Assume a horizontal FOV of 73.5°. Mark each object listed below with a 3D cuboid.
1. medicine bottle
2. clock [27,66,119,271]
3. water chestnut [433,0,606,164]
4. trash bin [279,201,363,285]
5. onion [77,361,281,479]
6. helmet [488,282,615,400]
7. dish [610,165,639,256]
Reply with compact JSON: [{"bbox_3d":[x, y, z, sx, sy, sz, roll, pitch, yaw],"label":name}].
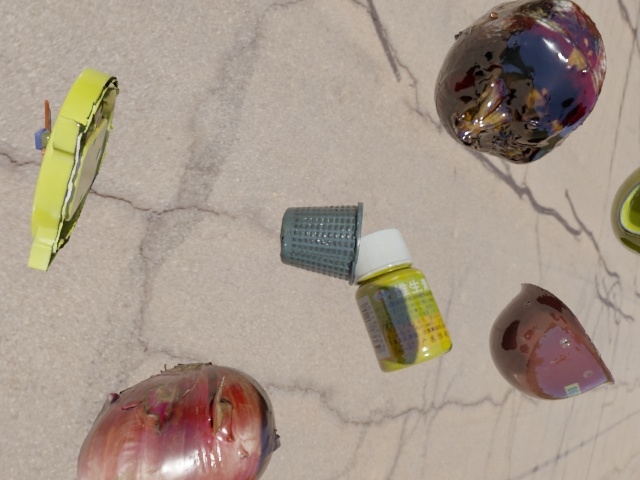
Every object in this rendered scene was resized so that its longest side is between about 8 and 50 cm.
[{"bbox_3d":[0.217,0.173,1.268,0.225,0.224,0.383,-3,67,-44],"label":"medicine bottle"},{"bbox_3d":[-0.384,-0.126,0.651,0.071,0.293,0.276,18,110,-22],"label":"clock"},{"bbox_3d":[0.381,-0.298,0.881,0.346,0.336,0.335,-55,130,-26],"label":"water chestnut"},{"bbox_3d":[0.000,0.000,0.887,0.175,0.161,0.175,6,90,-86],"label":"trash bin"},{"bbox_3d":[-0.251,0.369,0.789,0.354,0.354,0.352,-9,103,-43],"label":"onion"},{"bbox_3d":[0.615,0.320,1.236,0.230,0.337,0.385,-37,141,7],"label":"helmet"},{"bbox_3d":[0.667,-0.045,0.803,0.109,0.262,0.220,-2,120,-30],"label":"dish"}]
